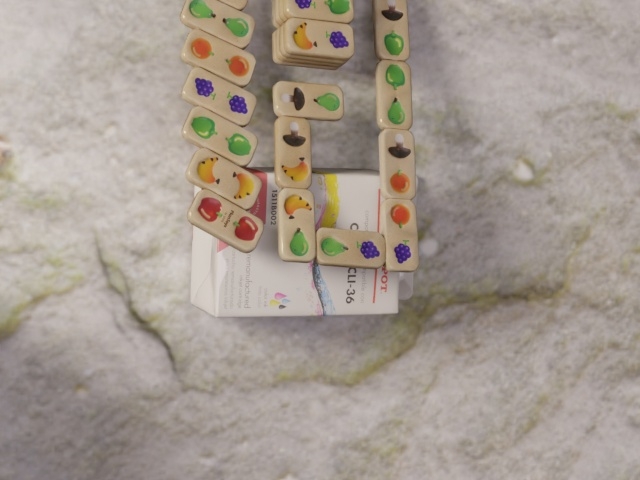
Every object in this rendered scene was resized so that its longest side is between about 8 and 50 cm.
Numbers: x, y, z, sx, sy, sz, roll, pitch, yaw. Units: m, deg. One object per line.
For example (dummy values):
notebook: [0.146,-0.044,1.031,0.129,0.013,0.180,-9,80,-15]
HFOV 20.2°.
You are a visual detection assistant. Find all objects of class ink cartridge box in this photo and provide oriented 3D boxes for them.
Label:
ink cartridge box: [0.000,0.000,1.449,0.198,0.067,0.115,-1,97,-23]

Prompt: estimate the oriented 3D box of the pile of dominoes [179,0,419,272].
pile of dominoes: [-0.011,-0.106,1.395,0.196,0.040,0.251,4,75,-22]
